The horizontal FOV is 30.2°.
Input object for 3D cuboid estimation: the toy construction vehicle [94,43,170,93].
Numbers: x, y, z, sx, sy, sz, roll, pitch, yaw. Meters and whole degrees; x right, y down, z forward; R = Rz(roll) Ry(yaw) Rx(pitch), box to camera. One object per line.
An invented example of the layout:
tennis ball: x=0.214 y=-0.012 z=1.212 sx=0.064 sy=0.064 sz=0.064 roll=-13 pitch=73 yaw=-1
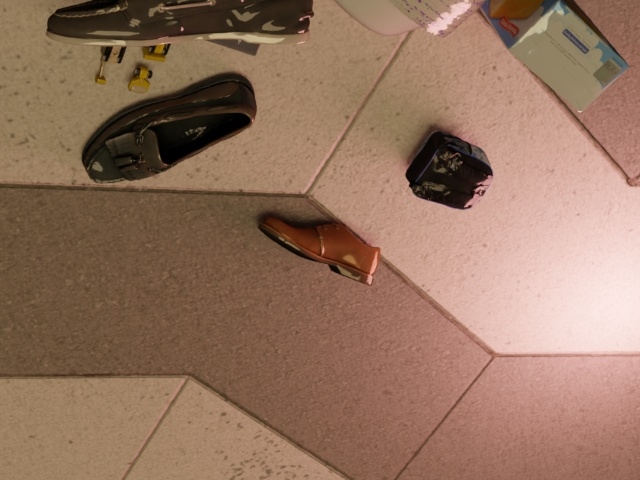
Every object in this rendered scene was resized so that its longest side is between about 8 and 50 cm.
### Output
toy construction vehicle: x=-0.255 y=-0.249 z=1.601 sx=0.086 sy=0.035 sz=0.098 roll=3 pitch=130 yaw=-31

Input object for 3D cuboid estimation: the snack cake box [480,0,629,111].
snack cake box: x=0.279 y=-0.299 z=1.547 sx=0.152 sy=0.264 sz=0.089 roll=32 pitch=114 yaw=-33

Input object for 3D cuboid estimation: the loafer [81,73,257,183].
loafer: x=-0.213 y=-0.146 z=1.654 sx=0.267 sy=0.084 sz=0.096 roll=-26 pitch=129 yaw=6

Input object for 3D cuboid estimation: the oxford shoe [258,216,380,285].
oxford shoe: x=0.000 y=0.000 z=1.850 sx=0.212 sy=0.076 sz=0.076 roll=23 pitch=89 yaw=-26

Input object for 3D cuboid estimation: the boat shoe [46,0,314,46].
boat shoe: x=-0.171 y=-0.295 z=1.465 sx=0.335 sy=0.112 sz=0.095 roll=-4 pitch=111 yaw=-18

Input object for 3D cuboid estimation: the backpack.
backpack: x=0.198 y=-0.108 z=1.793 sx=0.114 sy=0.084 sz=0.105 roll=20 pitch=121 yaw=-22

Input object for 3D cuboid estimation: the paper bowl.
paper bowl: x=0.071 y=-0.362 z=1.431 sx=0.148 sy=0.284 sz=0.284 roll=-41 pitch=126 yaw=20

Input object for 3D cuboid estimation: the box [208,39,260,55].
box: x=-0.156 y=-0.356 z=1.520 sx=0.233 sy=0.059 sz=0.183 roll=14 pitch=121 yaw=-24
